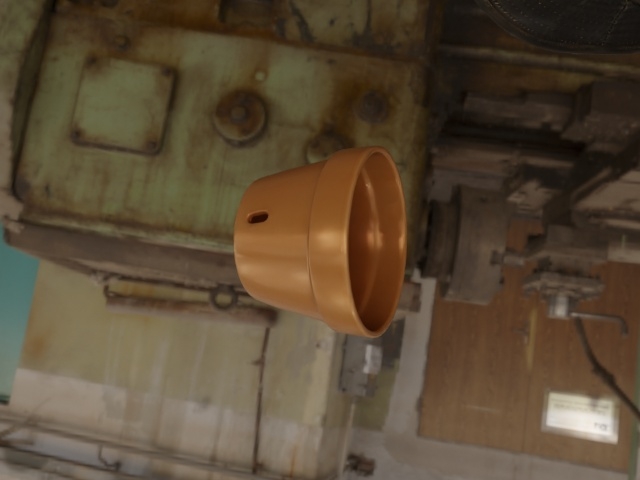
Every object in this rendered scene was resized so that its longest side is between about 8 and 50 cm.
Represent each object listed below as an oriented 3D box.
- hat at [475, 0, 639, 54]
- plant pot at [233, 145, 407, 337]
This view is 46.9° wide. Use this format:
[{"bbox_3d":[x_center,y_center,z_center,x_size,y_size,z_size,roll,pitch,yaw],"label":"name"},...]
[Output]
[{"bbox_3d":[0.259,-0.205,0.464,0.331,0.133,0.331,-11,146,-7],"label":"hat"},{"bbox_3d":[0.000,0.000,1.152,0.204,0.290,0.291,1,168,24],"label":"plant pot"}]
